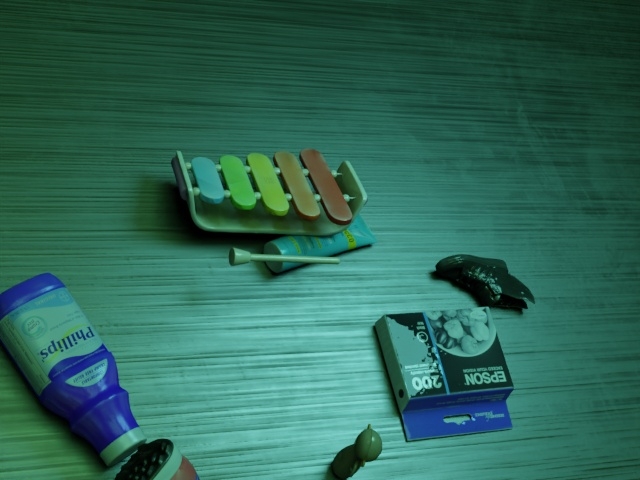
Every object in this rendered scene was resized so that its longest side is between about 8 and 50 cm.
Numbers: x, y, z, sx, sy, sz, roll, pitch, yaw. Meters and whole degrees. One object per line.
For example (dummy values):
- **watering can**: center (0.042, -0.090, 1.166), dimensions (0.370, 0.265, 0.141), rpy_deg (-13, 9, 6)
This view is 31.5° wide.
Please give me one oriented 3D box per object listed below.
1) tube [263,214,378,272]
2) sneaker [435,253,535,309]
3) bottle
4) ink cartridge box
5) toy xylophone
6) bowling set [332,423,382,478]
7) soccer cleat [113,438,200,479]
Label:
- **tube**: center (0.000, 0.000, 1.888), dimensions (0.207, 0.052, 0.080), rpy_deg (-21, 74, -38)
- **sneaker**: center (0.284, 0.075, 1.962), dimensions (0.170, 0.051, 0.089), rpy_deg (4, 55, -26)
- **bottle**: center (-0.349, 0.183, 1.590), dimensions (0.118, 0.092, 0.283), rpy_deg (-28, 75, -35)
- **ink cartridge box**: center (0.211, 0.214, 1.852), dimensions (0.206, 0.045, 0.208), rpy_deg (-3, 64, -26)
- **toy xylophone**: center (-0.075, -0.058, 1.823), dimensions (0.322, 0.081, 0.236), rpy_deg (-4, 39, -28)
- **bowling set**: center (0.096, 0.419, 1.609), dimensions (0.199, 0.154, 0.287), rpy_deg (22, 55, -10)
- **soccer cleat**: center (-0.270, 0.412, 1.490), dimensions (0.318, 0.108, 0.116), rpy_deg (-51, 119, -30)
